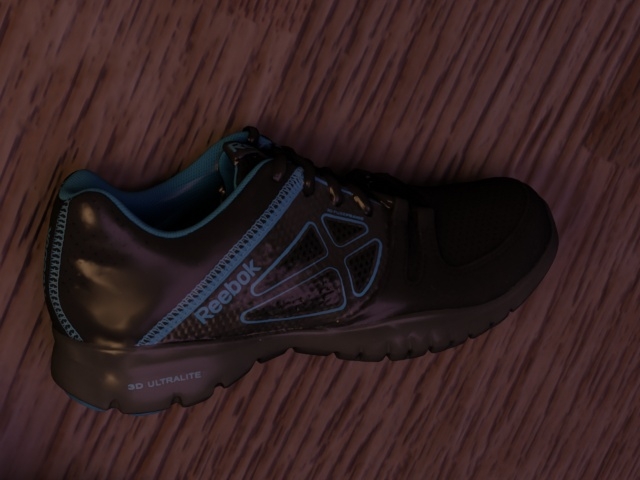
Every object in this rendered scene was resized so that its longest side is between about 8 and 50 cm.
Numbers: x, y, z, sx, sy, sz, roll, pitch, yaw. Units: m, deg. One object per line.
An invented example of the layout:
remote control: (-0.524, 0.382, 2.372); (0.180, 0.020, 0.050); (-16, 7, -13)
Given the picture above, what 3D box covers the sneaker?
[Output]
sneaker: (0.000, 0.000, 0.865); (0.341, 0.125, 0.139); (-14, 113, -25)
